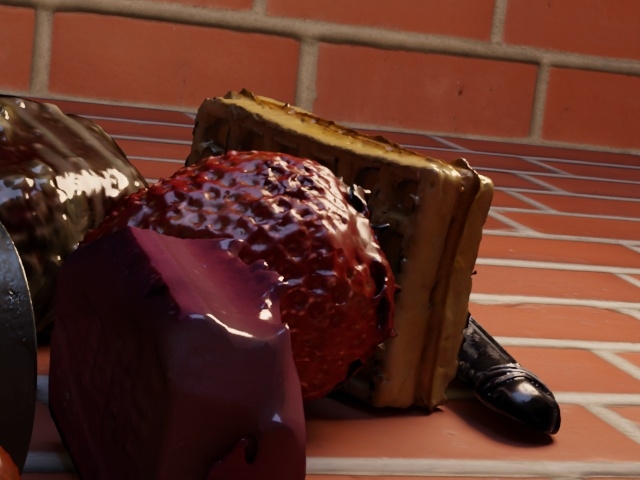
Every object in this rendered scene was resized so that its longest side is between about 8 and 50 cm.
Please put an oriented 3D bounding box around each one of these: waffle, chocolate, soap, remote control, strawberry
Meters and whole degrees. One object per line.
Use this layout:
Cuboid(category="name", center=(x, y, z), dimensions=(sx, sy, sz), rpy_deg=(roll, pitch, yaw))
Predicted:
Cuboid(category="waffle", center=(0.000, 0.000, 1.742), dimensions=(0.114, 0.261, 0.376), rpy_deg=(5, 11, -43))
Cuboid(category="chocolate", center=(-0.300, -0.007, 1.697), dimensions=(0.210, 0.225, 0.340), rpy_deg=(31, 23, 30))
Cuboid(category="soap", center=(-0.110, 0.108, 1.257), dimensions=(0.127, 0.220, 0.325), rpy_deg=(-1, 22, -24))
Cuboid(category="remote control", center=(0.172, 0.127, 1.710), dimensions=(0.090, 0.066, 0.266), rpy_deg=(19, 7, -24))
Cuboid(category="strawberry", center=(-0.089, 0.043, 1.527), dimensions=(0.288, 0.250, 0.238), rpy_deg=(5, 37, -36))

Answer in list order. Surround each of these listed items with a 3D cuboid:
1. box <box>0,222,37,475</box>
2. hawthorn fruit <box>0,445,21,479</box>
Cuboid(category="box", center=(-0.310, 0.086, 1.165), dimensions=(0.149, 0.226, 0.226), rpy_deg=(1, 14, -35))
Cuboid(category="hawthorn fruit", center=(-0.243, 0.171, 0.961), dimensions=(0.200, 0.179, 0.179), rpy_deg=(16, 5, -35))
